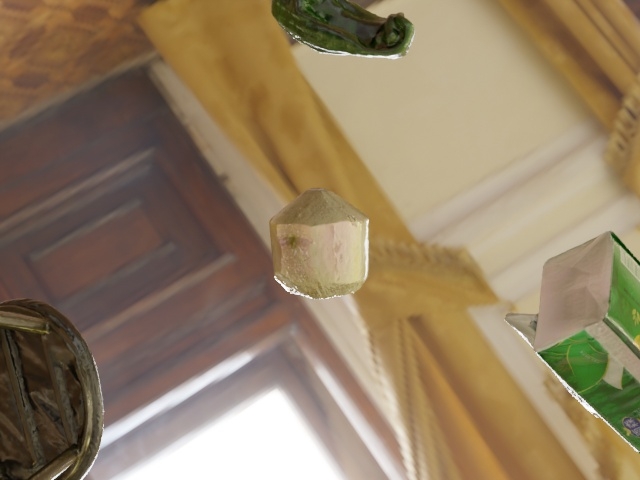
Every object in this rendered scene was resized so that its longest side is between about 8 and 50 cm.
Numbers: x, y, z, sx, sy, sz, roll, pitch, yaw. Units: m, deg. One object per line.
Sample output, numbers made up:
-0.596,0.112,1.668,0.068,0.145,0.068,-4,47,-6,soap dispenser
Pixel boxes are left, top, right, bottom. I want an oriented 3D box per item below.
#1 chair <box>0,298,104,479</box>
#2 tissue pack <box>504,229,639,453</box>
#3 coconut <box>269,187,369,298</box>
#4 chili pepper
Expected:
-0.539,0.258,1.820,0.362,0.365,0.410,-20,174,32,chair
0.325,0.127,1.485,0.156,0.209,0.148,-30,-150,32,tissue pack
0.000,0.000,1.894,0.147,0.153,0.147,-2,-167,0,coconut
0.021,-0.298,1.757,0.100,0.257,0.074,-59,151,-8,chili pepper
